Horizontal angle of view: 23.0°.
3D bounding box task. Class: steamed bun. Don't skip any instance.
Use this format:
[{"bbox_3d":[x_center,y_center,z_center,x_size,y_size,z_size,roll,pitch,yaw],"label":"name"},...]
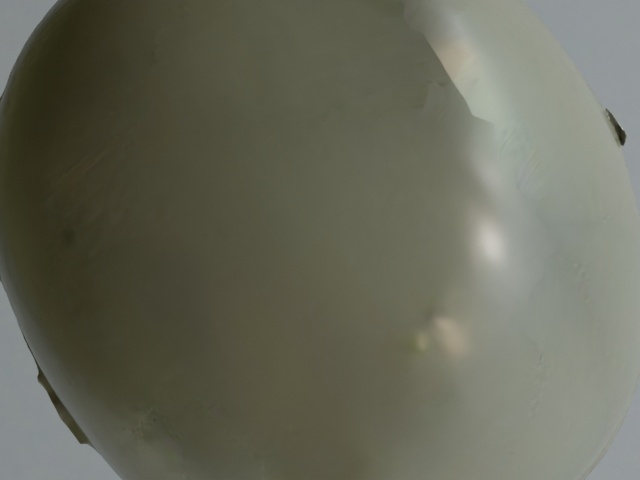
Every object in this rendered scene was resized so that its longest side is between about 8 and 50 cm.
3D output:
[{"bbox_3d":[-0.001,0.000,0.844,0.334,0.334,0.374,-35,-95,20],"label":"steamed bun"}]
